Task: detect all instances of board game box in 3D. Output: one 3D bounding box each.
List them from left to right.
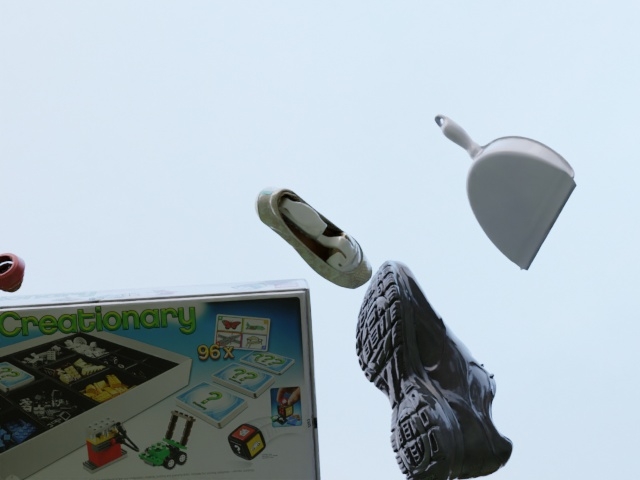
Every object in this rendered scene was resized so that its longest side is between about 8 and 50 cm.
[{"bbox_3d":[-0.155,0.134,0.910,0.305,0.053,0.193,-3,-83,-3],"label":"board game box"}]

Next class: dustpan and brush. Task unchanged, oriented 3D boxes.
[{"bbox_3d":[0.204,-0.083,1.469,0.060,0.211,0.147,-27,-31,-48],"label":"dustpan and brush"}]

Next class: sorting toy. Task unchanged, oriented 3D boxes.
[{"bbox_3d":[-0.380,0.049,1.402,0.102,0.061,0.042,-7,-44,11],"label":"sorting toy"}]

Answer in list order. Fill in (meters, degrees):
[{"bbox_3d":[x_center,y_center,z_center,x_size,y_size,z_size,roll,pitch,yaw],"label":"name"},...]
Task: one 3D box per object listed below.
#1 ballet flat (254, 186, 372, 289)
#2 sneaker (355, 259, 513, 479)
[{"bbox_3d":[0.000,0.000,1.327,0.168,0.057,0.052,35,-23,-24],"label":"ballet flat"},{"bbox_3d":[0.127,0.149,1.396,0.130,0.286,0.109,2,-35,-28],"label":"sneaker"}]
